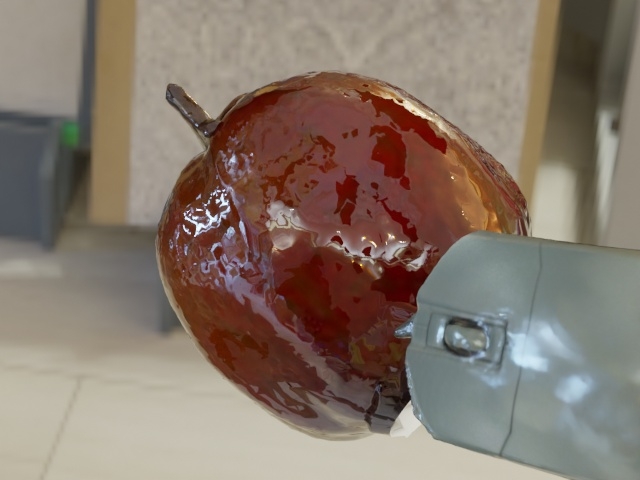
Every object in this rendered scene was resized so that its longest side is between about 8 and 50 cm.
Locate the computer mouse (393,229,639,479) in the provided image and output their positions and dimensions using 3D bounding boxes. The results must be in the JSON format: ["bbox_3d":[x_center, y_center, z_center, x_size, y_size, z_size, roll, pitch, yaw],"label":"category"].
[{"bbox_3d":[0.057,0.027,0.414,0.110,0.056,0.032,10,-3,36],"label":"computer mouse"}]

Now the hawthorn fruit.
[{"bbox_3d":[0.000,0.000,1.084,0.250,0.215,0.215,38,36,-11],"label":"hawthorn fruit"}]
